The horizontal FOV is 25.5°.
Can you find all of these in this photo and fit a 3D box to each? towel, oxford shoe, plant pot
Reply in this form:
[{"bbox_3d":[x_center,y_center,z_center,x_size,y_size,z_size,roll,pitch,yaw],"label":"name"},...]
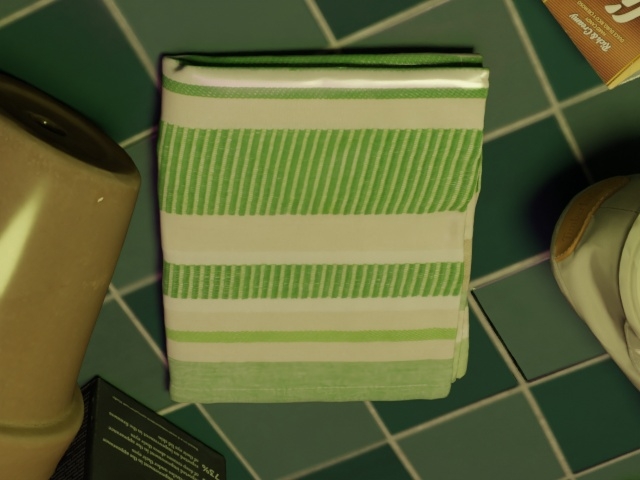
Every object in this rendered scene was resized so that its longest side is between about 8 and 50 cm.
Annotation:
[{"bbox_3d":[0.000,0.000,1.086,0.248,0.038,0.324,-1,129,-2],"label":"towel"},{"bbox_3d":[0.311,0.088,1.127,0.169,0.130,0.449,-53,134,-12],"label":"oxford shoe"},{"bbox_3d":[-0.245,0.010,0.968,0.263,0.263,0.229,28,102,-23],"label":"plant pot"}]

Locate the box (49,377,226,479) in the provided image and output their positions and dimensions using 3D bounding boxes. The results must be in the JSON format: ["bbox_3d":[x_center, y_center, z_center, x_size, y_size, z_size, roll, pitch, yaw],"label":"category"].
[{"bbox_3d":[-0.162,0.242,1.146,0.108,0.207,0.153,-39,120,23],"label":"box"}]

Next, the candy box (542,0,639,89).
[{"bbox_3d":[0.186,-0.201,0.936,0.109,0.053,0.186,-33,121,18],"label":"candy box"}]
